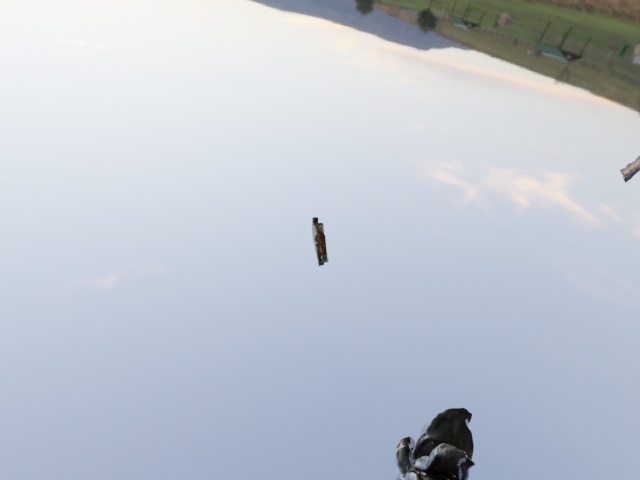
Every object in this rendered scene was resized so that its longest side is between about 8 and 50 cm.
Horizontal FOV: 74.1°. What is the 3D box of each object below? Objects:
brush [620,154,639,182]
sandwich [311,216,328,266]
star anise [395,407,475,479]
[{"bbox_3d":[0.619,-0.202,0.701,0.071,0.301,0.084,15,-125,-1],"label":"brush"},{"bbox_3d":[0.001,0.005,0.826,0.026,0.069,0.101,-6,-147,-4],"label":"sandwich"},{"bbox_3d":[0.188,0.480,0.801,0.139,0.359,0.316,20,170,16],"label":"star anise"}]
